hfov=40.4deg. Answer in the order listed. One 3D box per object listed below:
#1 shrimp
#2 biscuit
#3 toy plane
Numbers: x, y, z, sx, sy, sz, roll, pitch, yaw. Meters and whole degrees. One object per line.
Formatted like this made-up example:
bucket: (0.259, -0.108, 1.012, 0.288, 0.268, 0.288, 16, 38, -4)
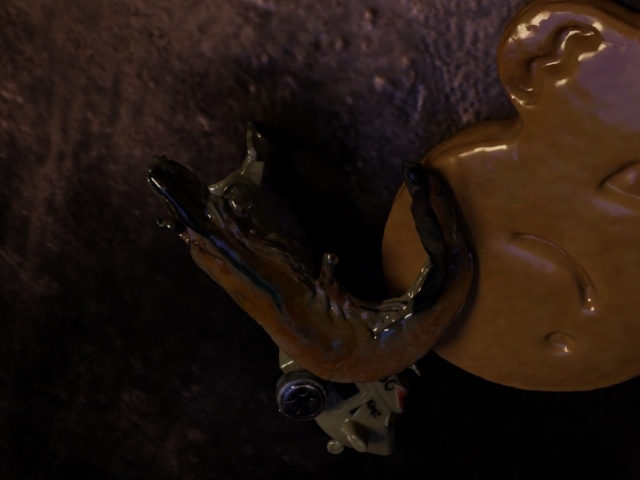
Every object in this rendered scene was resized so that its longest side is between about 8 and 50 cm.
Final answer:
shrimp: (0.000, 0.000, 0.535, 0.219, 0.046, 0.152, 39, 111, -16)
biscuit: (0.187, -0.019, 0.528, 0.275, 0.052, 0.355, 44, 126, -14)
toy plane: (-0.003, 0.053, 0.632, 0.108, 0.092, 0.286, -27, 115, 10)
